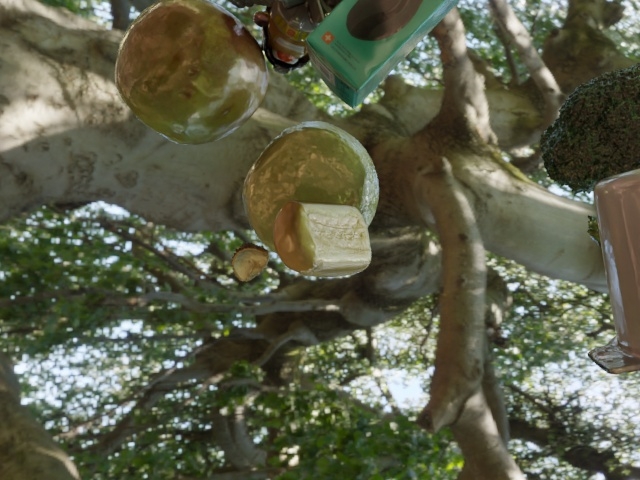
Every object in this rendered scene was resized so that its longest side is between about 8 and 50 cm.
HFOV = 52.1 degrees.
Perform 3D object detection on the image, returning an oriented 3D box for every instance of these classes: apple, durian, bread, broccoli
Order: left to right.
[{"bbox_3d":[-0.290,-0.366,1.479,0.305,0.338,0.339,-54,-140,-6],"label":"apple"},{"bbox_3d":[-0.156,0.042,1.416,0.130,0.052,0.066,-41,-128,39],"label":"durian"},{"bbox_3d":[-0.017,-0.107,1.497,0.237,0.321,0.320,-127,-134,-83],"label":"bread"},{"bbox_3d":[0.000,0.000,1.223,0.098,0.217,0.147,-17,-106,38],"label":"bread"},{"bbox_3d":[0.481,-0.128,0.982,0.297,0.298,0.297,46,-20,44],"label":"broccoli"}]

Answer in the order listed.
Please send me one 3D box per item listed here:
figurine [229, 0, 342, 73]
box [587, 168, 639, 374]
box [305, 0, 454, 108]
[{"bbox_3d":[-0.045,-0.462,1.391,0.143,0.308,0.309,-47,-144,-16],"label":"figurine"},{"bbox_3d":[0.419,0.010,0.686,0.291,0.263,0.206,-14,-88,58],"label":"box"},{"bbox_3d":[0.122,-0.368,1.043,0.311,0.118,0.205,-45,-177,5],"label":"box"}]
